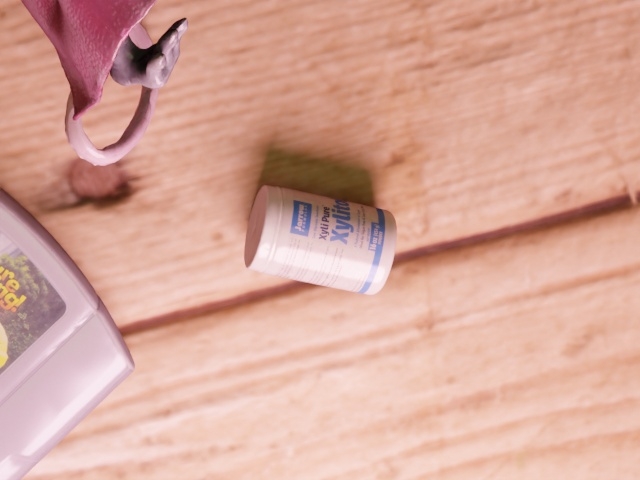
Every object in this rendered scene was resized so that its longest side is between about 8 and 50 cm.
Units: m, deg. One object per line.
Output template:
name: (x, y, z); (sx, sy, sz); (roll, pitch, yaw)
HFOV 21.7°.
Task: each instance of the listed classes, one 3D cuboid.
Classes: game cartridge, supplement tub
game cartridge: (-0.294, 0.048, 1.281); (0.196, 0.060, 0.294); (-46, 108, 0)
supplement tub: (0.000, 0.000, 1.308); (0.107, 0.071, 0.071); (12, 103, -14)

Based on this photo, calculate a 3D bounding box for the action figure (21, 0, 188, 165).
action figure: (-0.241, -0.267, 1.171); (0.370, 0.248, 0.275); (23, 143, -3)
